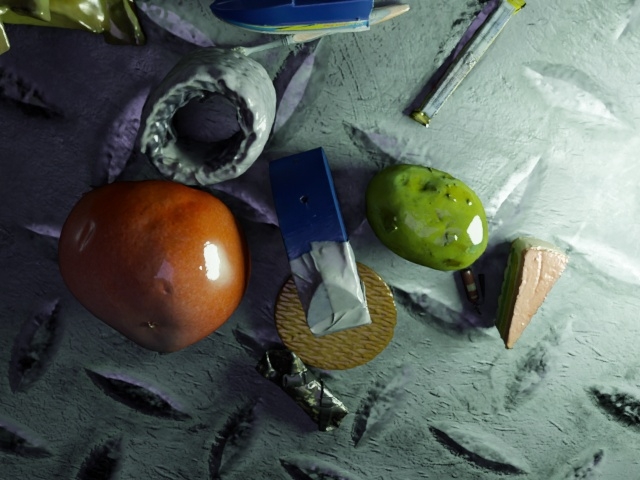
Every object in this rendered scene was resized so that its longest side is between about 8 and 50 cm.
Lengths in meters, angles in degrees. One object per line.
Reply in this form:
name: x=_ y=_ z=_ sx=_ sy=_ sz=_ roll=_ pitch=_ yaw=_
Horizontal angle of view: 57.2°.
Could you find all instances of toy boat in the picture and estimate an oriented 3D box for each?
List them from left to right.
toy boat: x=-0.054 y=-0.427 z=1.055 sx=0.295 sy=0.088 sz=0.129 roll=-2 pitch=65 yaw=5

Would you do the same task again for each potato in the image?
potato: x=0.203 y=-0.046 z=1.137 sx=0.253 sy=0.148 sz=0.186 roll=40 pitch=86 yaw=-1

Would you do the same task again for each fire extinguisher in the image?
fire extinguisher: x=0.329 y=0.102 z=1.239 sx=0.046 sy=0.032 sz=0.100 roll=-28 pitch=106 yaw=-27

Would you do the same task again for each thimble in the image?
thimble: x=-0.204 y=-0.221 z=1.063 sx=0.246 sy=0.157 sz=0.217 roll=-27 pitch=115 yaw=17

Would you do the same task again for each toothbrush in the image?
toothbrush: x=-0.017 y=-0.388 z=1.100 sx=0.375 sy=0.037 sz=0.028 roll=-15 pitch=108 yaw=2

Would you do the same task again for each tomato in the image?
tomato: x=-0.302 y=0.047 z=1.066 sx=0.342 sy=0.272 sz=0.341 roll=3 pitch=148 yaw=2

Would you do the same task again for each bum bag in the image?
bum bag: x=-0.033 y=0.327 z=1.280 sx=0.102 sy=0.069 sz=0.248 roll=-37 pitch=109 yaw=18

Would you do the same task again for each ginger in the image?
ginger: x=-0.437 y=-0.491 z=0.966 sx=0.358 sy=0.211 sz=0.413 roll=33 pitch=112 yaw=-11

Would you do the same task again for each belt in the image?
belt: x=0.000 y=0.000 z=1.098 sx=0.117 sy=0.212 sz=0.346 roll=-15 pitch=83 yaw=4

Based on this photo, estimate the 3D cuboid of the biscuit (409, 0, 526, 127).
biscuit: x=0.275 y=-0.340 z=1.112 sx=0.048 sy=0.026 sz=0.292 roll=37 pitch=102 yaw=-5

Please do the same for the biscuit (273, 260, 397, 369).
biscuit: x=0.032 y=0.157 z=1.248 sx=0.262 sy=0.037 sz=0.261 roll=0 pitch=105 yaw=0

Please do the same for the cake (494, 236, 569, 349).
cake: x=0.399 y=0.098 z=1.191 sx=0.090 sy=0.109 sz=0.225 roll=25 pitch=104 yaw=-6
